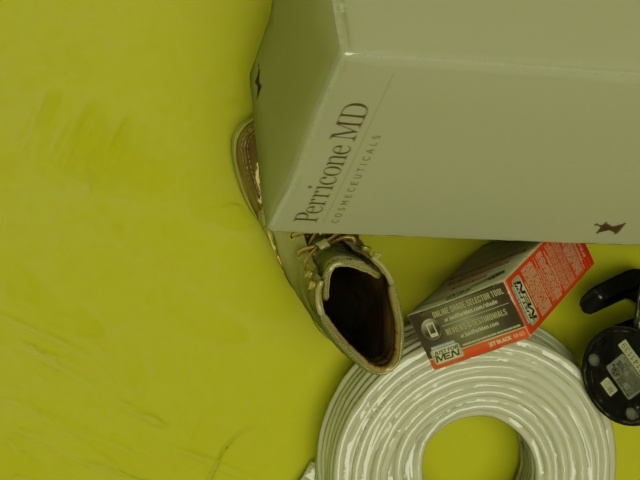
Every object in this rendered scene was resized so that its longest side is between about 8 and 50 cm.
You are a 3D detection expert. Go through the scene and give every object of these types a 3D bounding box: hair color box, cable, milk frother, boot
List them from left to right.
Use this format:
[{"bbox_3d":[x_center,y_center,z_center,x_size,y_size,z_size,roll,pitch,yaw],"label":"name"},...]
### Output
[{"bbox_3d":[0.000,0.000,1.361,0.077,0.165,0.213,-26,101,-4],"label":"boot"},{"bbox_3d":[0.124,0.188,1.446,0.257,0.089,0.257,18,95,-10],"label":"cable"},{"bbox_3d":[0.148,0.039,1.372,0.093,0.167,0.053,-22,97,32],"label":"hair color box"},{"bbox_3d":[0.302,0.070,1.408,0.135,0.143,0.129,-14,82,-49],"label":"milk frother"}]

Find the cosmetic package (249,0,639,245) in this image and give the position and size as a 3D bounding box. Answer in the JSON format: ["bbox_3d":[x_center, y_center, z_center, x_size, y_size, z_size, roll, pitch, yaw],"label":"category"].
[{"bbox_3d":[0.193,-0.120,1.292,0.453,0.230,0.161,2,58,-15],"label":"cosmetic package"}]
